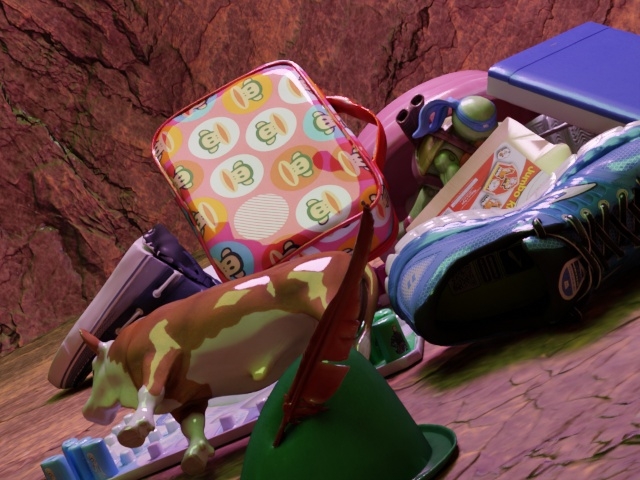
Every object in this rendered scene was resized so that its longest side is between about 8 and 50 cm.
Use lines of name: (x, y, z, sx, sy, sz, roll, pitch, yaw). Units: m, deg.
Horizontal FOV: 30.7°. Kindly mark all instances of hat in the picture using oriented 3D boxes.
hat: (-0.016, 0.085, 0.779, 0.208, 0.184, 0.173, -23, 5, 13)

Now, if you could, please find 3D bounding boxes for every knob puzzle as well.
knob puzzle: (0.202, -0.021, 1.227, 0.213, 0.030, 0.213, -23, 49, 30)

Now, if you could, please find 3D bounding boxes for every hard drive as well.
hard drive: (0.372, -0.159, 1.267, 0.318, 0.040, 0.210, 27, 40, 38)

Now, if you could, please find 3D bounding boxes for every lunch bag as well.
lunch bag: (-0.042, -0.078, 1.390, 0.258, 0.293, 0.120, -31, -36, 1)

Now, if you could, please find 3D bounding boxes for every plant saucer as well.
plant saucer: (0.163, -0.114, 1.585, 0.332, 0.084, 0.332, -22, -30, -14)

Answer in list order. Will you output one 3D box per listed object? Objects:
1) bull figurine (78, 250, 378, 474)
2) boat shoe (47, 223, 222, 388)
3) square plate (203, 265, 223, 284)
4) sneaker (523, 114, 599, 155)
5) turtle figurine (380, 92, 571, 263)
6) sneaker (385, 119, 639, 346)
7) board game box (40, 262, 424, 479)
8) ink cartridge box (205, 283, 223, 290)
bull figurine: (-0.091, 0.106, 1.029, 0.310, 0.101, 0.188, -26, 34, 11)
boat shoe: (-0.299, 0.148, 1.880, 0.340, 0.158, 0.127, -53, -1, 23)
square plate: (-0.066, 0.038, 2.025, 0.347, 0.049, 0.344, -15, 8, 25)
sneaker: (0.408, -0.135, 1.505, 0.321, 0.125, 0.180, -10, 6, 23)
turtle figurine: (0.199, -0.049, 1.408, 0.274, 0.198, 0.266, 7, -31, -19)
sneaker: (0.217, 0.008, 0.981, 0.330, 0.130, 0.147, -27, 19, 7)
board game box: (-0.073, 0.135, 1.265, 0.390, 0.050, 0.390, -24, 5, 9)
ink cartridge box: (-0.184, 0.126, 1.717, 0.175, 0.072, 0.127, -28, 6, -32)
